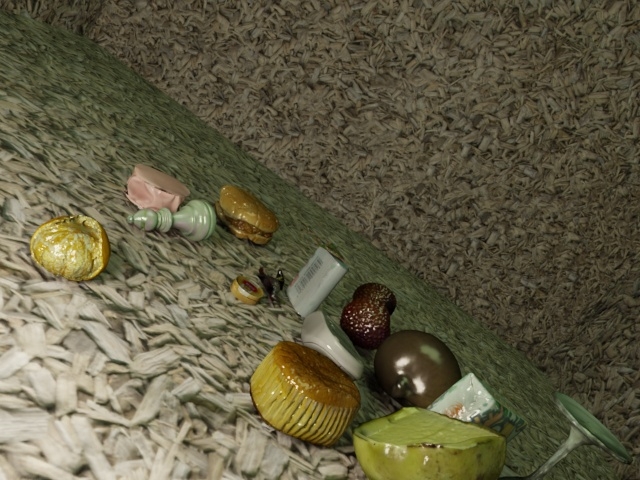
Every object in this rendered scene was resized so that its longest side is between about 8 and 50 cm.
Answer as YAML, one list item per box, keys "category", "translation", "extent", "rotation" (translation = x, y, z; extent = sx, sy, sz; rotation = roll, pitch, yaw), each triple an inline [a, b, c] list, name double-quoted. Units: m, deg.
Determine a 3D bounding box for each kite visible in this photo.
- category: "kite"
  translation: [0.000, 0.000, 1.626]
  extent: [0.244, 0.006, 0.198]
  rotation: [41, 12, 19]

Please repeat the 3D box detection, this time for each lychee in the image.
- category: "lychee"
  translation: [0.221, 0.256, 1.939]
  extent: [0.188, 0.188, 0.188]
  rotation: [34, 14, -10]
- category: "lychee"
  translation: [0.160, 0.296, 1.665]
  extent: [0.188, 0.188, 0.188]
  rotation: [34, 14, -10]

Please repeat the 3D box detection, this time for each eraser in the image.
- category: "eraser"
  translation: [-0.016, 0.139, 1.628]
  extent: [0.081, 0.227, 0.174]
  rotation: [30, 14, -37]

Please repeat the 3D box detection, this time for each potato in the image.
- category: "potato"
  translation: [0.220, 0.527, 1.062]
  extent: [0.280, 0.212, 0.330]
  rotation: [2, -9, -28]

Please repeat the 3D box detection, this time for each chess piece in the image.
- category: "chess piece"
  translation: [-0.471, -0.062, 1.446]
  extent: [0.272, 0.139, 0.139]
  rotation: [-3, 40, -51]

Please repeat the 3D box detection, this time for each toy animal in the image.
- category: "toy animal"
  translation: [-0.166, 0.157, 1.587]
  extent: [0.105, 0.070, 0.202]
  rotation: [19, 21, -15]

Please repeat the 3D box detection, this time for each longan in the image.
- category: "longan"
  translation: [0.312, 0.423, 1.480]
  extent: [0.300, 0.243, 0.300]
  rotation: [21, 23, -9]

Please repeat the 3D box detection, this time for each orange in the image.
- category: "orange"
  translation: [-0.533, 0.013, 1.002]
  extent: [0.157, 0.134, 0.156]
  rotation: [24, 8, -3]

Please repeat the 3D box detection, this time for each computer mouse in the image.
- category: "computer mouse"
  translation: [0.018, 0.309, 1.342]
  extent: [0.184, 0.121, 0.297]
  rotation: [49, 2, -18]

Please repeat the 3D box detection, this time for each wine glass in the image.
- category: "wine glass"
  translation: [0.521, 0.584, 1.140]
  extent: [0.267, 0.406, 0.267]
  rotation: [32, 15, -10]

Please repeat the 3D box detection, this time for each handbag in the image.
- category: "handbag"
  translation: [-0.542, -0.156, 1.542]
  extent: [0.205, 0.116, 0.179]
  rotation: [23, 19, -41]

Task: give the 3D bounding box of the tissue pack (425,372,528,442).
- category: "tissue pack"
  translation: [0.436, 0.531, 1.346]
  extent: [0.311, 0.228, 0.128]
  rotation: [39, 10, -43]

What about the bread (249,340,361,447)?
- category: "bread"
  translation: [-0.029, 0.356, 1.092]
  extent: [0.254, 0.142, 0.227]
  rotation: [26, 10, -30]

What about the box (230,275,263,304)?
- category: "box"
  translation: [-0.230, 0.156, 1.450]
  extent: [0.106, 0.037, 0.105]
  rotation: [34, 15, -10]

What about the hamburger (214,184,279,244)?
- category: "hamburger"
  translation: [-0.307, -0.114, 1.922]
  extent: [0.283, 0.144, 0.260]
  rotation: [39, 16, 30]
